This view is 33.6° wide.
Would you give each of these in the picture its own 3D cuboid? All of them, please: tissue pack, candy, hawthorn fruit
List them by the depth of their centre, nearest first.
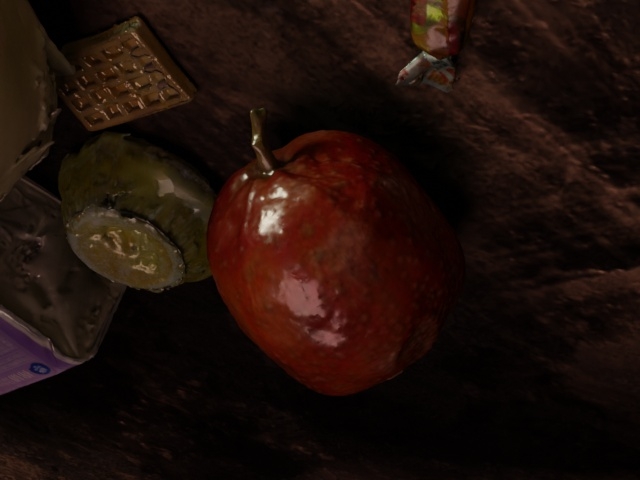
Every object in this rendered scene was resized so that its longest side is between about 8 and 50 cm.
[{"bbox_3d":[0.087,-0.165,0.735,0.053,0.046,0.182,16,141,7],"label":"candy"},{"bbox_3d":[0.000,0.000,0.870,0.205,0.205,0.253,-15,122,40],"label":"hawthorn fruit"},{"bbox_3d":[-0.400,0.048,1.169,0.338,0.160,0.242,-21,126,43],"label":"tissue pack"}]

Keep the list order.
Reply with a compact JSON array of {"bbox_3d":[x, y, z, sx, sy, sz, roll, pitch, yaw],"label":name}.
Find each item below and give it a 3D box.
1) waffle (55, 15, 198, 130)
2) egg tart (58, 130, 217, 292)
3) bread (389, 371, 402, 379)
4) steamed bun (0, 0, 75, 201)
[{"bbox_3d":[-0.181,-0.143,0.930,0.135,0.021,0.092,-10,134,35],"label":"waffle"},{"bbox_3d":[-0.174,-0.015,1.038,0.197,0.078,0.197,13,143,10],"label":"egg tart"},{"bbox_3d":[0.010,0.073,1.049,0.189,0.077,0.114,34,162,-16],"label":"bread"},{"bbox_3d":[-0.371,-0.085,0.865,0.233,0.312,0.333,44,146,-20],"label":"steamed bun"}]
